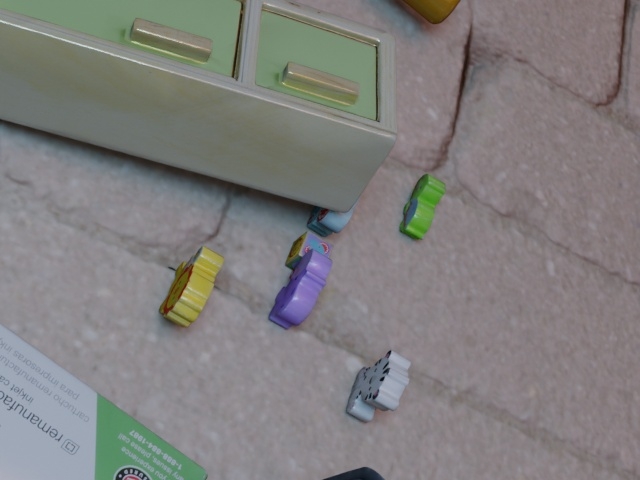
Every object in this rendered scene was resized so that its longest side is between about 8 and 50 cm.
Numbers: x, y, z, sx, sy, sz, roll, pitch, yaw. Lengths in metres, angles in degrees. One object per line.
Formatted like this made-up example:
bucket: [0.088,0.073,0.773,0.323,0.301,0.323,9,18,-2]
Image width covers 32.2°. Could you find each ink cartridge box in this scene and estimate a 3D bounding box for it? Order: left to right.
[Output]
ink cartridge box: [-0.180,0.170,0.564,0.154,0.093,0.212,39,55,-11]

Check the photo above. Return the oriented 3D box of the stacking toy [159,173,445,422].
stacking toy: [0.000,0.000,0.780,0.167,0.052,0.221,30,55,-16]

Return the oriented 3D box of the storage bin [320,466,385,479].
storage bin: [-0.003,0.201,0.640,0.091,0.135,0.098,-27,83,-26]

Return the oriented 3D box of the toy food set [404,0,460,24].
toy food set: [0.117,-0.301,0.946,0.104,0.111,0.232,37,85,-11]

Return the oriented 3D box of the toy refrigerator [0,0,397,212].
toy refrigerator: [-0.087,-0.115,0.723,0.269,0.094,0.102,16,50,-16]
